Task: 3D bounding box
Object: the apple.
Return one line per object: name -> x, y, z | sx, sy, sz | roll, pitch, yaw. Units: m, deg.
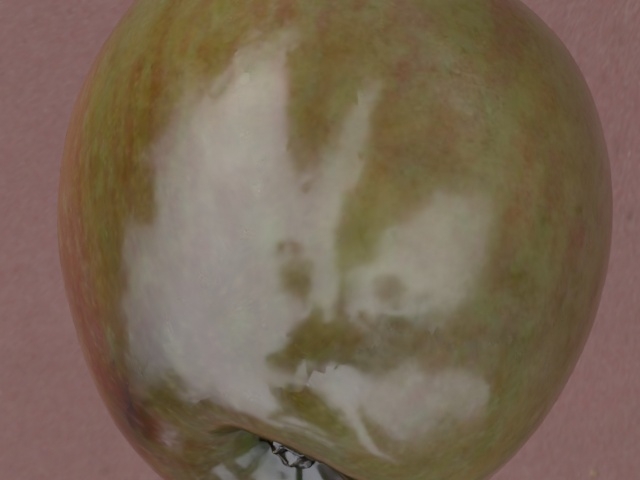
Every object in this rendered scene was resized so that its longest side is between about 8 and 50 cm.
apple -> 0.000, 0.000, 0.630 | 0.257, 0.233, 0.256 | 13, 149, 8
